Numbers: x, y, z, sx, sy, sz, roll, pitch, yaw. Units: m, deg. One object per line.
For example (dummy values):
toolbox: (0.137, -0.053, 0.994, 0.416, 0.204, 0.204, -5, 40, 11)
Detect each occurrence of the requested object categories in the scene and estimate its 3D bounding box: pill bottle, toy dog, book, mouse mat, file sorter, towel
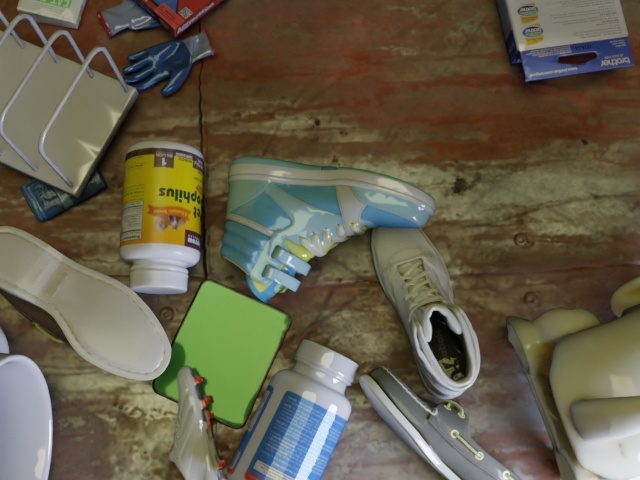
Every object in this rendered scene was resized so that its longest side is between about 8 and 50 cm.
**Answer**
pill bottle: (-0.234, -0.032, 1.248, 0.117, 0.117, 0.214, 1, 78, -2)
toy dog: (0.485, 0.146, 1.104, 0.408, 0.395, 0.284, -20, 70, 3)
book: (-0.423, -0.420, 1.372, 0.096, 0.035, 0.144, 12, 76, -2)
mouse mat: (-0.147, 0.168, 1.264, 0.153, 0.007, 0.189, 24, 78, 4)
pill bottle: (-0.031, 0.258, 1.189, 0.124, 0.124, 0.221, 26, 79, 4)
file sorter: (-0.452, -0.226, 1.238, 0.278, 0.173, 0.192, 24, 75, 10)
towel: (-0.394, -0.083, 1.299, 0.119, 0.029, 0.067, -30, 81, -8)

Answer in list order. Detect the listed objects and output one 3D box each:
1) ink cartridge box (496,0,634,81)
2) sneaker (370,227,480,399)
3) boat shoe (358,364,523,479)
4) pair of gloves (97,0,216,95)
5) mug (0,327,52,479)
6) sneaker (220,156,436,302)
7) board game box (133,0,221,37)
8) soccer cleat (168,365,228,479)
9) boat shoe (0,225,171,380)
ink cartridge box: (0.382, -0.405, 1.376, 0.186, 0.065, 0.311, -9, 76, -4)
sneaker: (0.155, 0.080, 1.211, 0.108, 0.169, 0.292, -20, 78, -4)
boat shoe: (0.180, 0.285, 1.201, 0.091, 0.109, 0.305, -43, 88, -10)
pair of gloves: (-0.261, -0.327, 1.360, 0.159, 0.023, 0.198, -25, 79, -5)
mug: (-0.555, 0.241, 1.126, 0.328, 0.276, 0.374, 2, 47, 6)
sneaker: (0.000, 0.000, 1.234, 0.319, 0.127, 0.208, 8, 78, 19)
board game box: (-0.282, -0.462, 1.367, 0.281, 0.027, 0.145, 42, 68, 9)
soccer cleat: (-0.186, 0.279, 1.207, 0.076, 0.068, 0.196, -14, 85, 1)
boat shoe: (-0.355, 0.099, 1.227, 0.324, 0.096, 0.116, 32, 68, 4)
